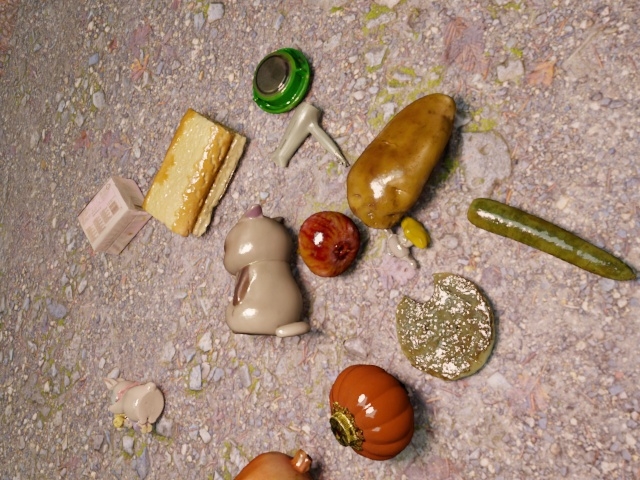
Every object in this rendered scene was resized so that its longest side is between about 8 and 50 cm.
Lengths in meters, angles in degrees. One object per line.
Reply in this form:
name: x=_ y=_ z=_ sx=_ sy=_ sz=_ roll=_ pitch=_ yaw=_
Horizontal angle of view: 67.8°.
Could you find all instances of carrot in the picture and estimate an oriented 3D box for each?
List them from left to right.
carrot: x=0.489 y=-0.004 z=1.032 sx=0.359 sy=0.074 sz=0.074 roll=28 pitch=97 yaw=29

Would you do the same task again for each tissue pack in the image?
tissue pack: x=-0.746 y=-0.092 z=1.729 sx=0.225 sy=0.124 sz=0.185 roll=-44 pitch=63 yaw=17

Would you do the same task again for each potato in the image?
potato: x=0.198 y=-0.203 z=1.178 sx=0.177 sy=0.195 sz=0.369 roll=33 pitch=91 yaw=-3

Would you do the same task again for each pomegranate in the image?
pomegranate: x=-0.109 y=0.641 z=1.177 sx=0.229 sy=0.252 sz=0.270 roll=29 pitch=76 yaw=22

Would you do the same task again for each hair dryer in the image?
hair dryer: x=-0.017 y=-0.262 z=1.383 sx=0.237 sy=0.075 sz=0.206 roll=40 pitch=109 yaw=21

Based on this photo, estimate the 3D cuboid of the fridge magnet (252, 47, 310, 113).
fridge magnet: x=-0.126 y=-0.490 z=1.455 sx=0.208 sy=0.088 sz=0.207 roll=-5 pitch=79 yaw=30

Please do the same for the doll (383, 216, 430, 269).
doll: x=0.215 y=0.009 z=1.195 sx=0.113 sy=0.072 sz=0.135 roll=-20 pitch=77 yaw=34

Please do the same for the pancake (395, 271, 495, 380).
pancake: x=0.294 y=0.206 z=1.131 sx=0.254 sy=0.037 sz=0.253 roll=-5 pitch=80 yaw=30

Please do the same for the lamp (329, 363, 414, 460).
lamp: x=0.117 y=0.396 z=1.110 sx=0.223 sy=0.197 sz=0.223 roll=36 pitch=137 yaw=42

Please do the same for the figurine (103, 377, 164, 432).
figurine: x=-0.631 y=0.532 z=1.570 sx=0.236 sy=0.127 sz=0.155 roll=-1 pitch=91 yaw=35

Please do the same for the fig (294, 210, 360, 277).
fig: x=0.005 y=-0.005 z=1.274 sx=0.175 sy=0.175 sz=0.207 roll=-62 pitch=33 yaw=8

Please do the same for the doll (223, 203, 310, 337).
doll: x=-0.163 y=0.109 z=1.311 sx=0.226 sy=0.215 sz=0.370 roll=-23 pitch=70 yaw=20

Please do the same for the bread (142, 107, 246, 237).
bread: x=-0.414 y=-0.216 z=1.535 sx=0.237 sy=0.165 sz=0.375 roll=31 pitch=99 yaw=33
